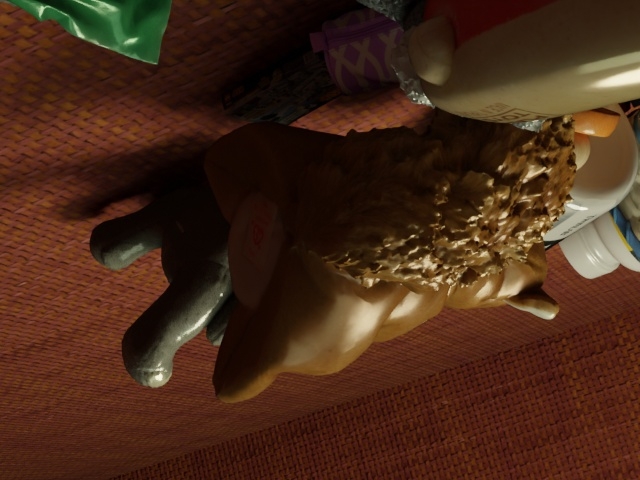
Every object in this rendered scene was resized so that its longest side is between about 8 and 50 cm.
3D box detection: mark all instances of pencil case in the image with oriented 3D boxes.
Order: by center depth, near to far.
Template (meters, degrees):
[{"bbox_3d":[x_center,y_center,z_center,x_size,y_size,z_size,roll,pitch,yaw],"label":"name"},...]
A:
[{"bbox_3d":[0.101,-0.207,1.189,0.206,0.086,0.088,-19,167,14],"label":"pencil case"}]

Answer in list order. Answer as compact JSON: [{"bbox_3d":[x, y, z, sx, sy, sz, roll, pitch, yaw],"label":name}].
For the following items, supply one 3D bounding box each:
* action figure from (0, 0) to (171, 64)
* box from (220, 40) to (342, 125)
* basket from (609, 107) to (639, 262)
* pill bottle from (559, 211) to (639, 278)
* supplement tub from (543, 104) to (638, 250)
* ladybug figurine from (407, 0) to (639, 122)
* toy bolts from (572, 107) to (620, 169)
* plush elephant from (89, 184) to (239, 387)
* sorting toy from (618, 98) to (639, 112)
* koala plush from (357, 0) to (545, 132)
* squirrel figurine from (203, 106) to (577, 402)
[{"bbox_3d":[-0.212,-0.211,0.887,0.232,0.137,0.063,1,-172,-43],"label":"action figure"},{"bbox_3d":[-0.026,-0.166,1.313,0.137,0.027,0.094,-26,159,33],"label":"box"},{"bbox_3d":[0.470,-0.061,1.618,0.201,0.254,0.289,-21,166,-21],"label":"basket"},{"bbox_3d":[0.524,-0.065,1.819,0.334,0.187,0.188,-26,160,33],"label":"pill bottle"},{"bbox_3d":[0.242,-0.069,1.566,0.194,0.193,0.316,-6,160,-27],"label":"supplement tub"},{"bbox_3d":[0.255,-0.195,0.824,0.449,0.161,0.305,-17,-173,-24],"label":"ladybug figurine"},{"bbox_3d":[0.367,-0.136,1.356,0.229,0.158,0.218,21,-163,37],"label":"toy bolts"},{"bbox_3d":[-0.087,0.044,1.523,0.330,0.272,0.255,-40,134,2],"label":"plush elephant"},{"bbox_3d":[0.402,-0.192,1.584,0.102,0.042,0.061,-27,178,1],"label":"sorting toy"},{"bbox_3d":[0.115,-0.196,1.006,0.203,0.221,0.196,-27,160,36],"label":"koala plush"},{"bbox_3d":[0.115,-0.004,1.258,0.371,0.281,0.397,4,160,-30],"label":"squirrel figurine"}]
